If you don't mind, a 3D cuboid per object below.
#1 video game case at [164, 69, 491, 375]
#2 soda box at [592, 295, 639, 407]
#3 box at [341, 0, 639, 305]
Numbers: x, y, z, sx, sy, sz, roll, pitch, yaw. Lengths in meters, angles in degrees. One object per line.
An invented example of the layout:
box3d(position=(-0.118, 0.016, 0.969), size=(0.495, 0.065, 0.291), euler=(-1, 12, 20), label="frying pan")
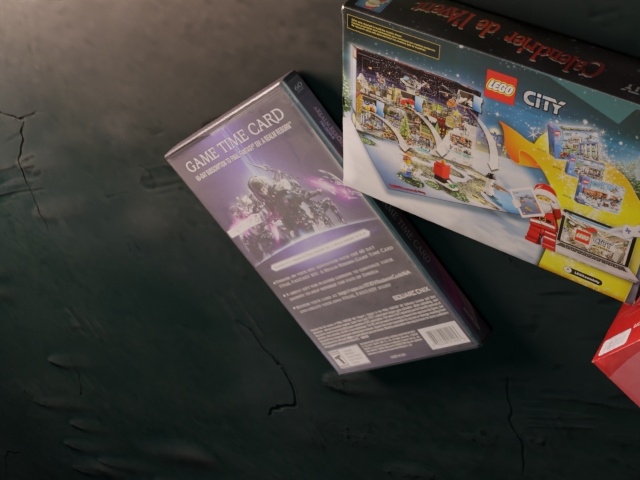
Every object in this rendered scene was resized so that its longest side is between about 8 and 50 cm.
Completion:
box3d(position=(0.000, 0.000, 0.856), size=(0.274, 0.026, 0.196), euler=(53, 143, -13), label="video game case")
box3d(position=(0.288, 0.035, 0.575), size=(0.092, 0.083, 0.263), euler=(43, 144, -1), label="soda box")
box3d(position=(0.123, -0.067, 0.656), size=(0.233, 0.044, 0.159), euler=(24, 140, 23), label="box")
